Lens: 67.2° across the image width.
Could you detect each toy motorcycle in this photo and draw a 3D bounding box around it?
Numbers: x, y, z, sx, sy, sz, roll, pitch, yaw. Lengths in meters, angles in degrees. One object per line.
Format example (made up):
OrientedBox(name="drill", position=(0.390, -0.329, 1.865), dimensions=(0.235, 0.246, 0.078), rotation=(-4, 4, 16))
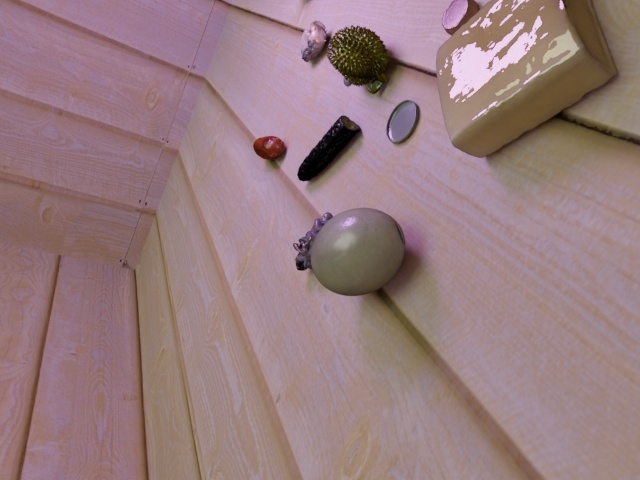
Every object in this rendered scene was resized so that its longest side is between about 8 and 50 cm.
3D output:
OrientedBox(name="toy motorcycle", position=(0.000, 0.000, 1.320), dimensions=(0.225, 0.073, 0.152), rotation=(-20, 58, 53))

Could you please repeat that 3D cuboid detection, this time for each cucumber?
OrientedBox(name="cucumber", position=(0.009, -0.256, 1.433), dimensions=(0.300, 0.072, 0.072), rotation=(-43, 42, 45))

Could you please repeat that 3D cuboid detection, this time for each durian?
OrientedBox(name="durian", position=(0.104, -0.505, 1.300), dimensions=(0.146, 0.159, 0.198), rotation=(-56, 36, 7))

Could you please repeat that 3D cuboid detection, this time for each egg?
OrientedBox(name="egg", position=(0.078, 0.027, 1.059), dimensions=(0.253, 0.186, 0.187), rotation=(-31, 51, 47))

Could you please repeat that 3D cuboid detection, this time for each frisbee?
OrientedBox(name="frisbee", position=(0.200, -0.290, 1.179), dimensions=(0.110, 0.014, 0.110), rotation=(-31, 51, 49))

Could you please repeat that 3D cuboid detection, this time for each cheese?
OrientedBox(name="cheese", position=(0.338, -0.315, 0.852), dimensions=(0.265, 0.123, 0.243), rotation=(-34, 45, 48))

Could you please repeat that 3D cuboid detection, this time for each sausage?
OrientedBox(name="sausage", position=(-0.196, -0.346, 1.800), dimensions=(0.179, 0.089, 0.089), rotation=(15, 89, 58))

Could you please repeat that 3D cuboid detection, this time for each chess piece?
OrientedBox(name="chess piece", position=(0.310, -0.498, 1.069), dimensions=(0.083, 0.038, 0.084), rotation=(-32, 50, 47))

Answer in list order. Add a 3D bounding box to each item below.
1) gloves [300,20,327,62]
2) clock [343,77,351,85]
OrientedBox(name="gloves", position=(-0.028, -0.691, 1.696), dimensions=(0.153, 0.070, 0.114), rotation=(162, 111, -63))
OrientedBox(name="clock", position=(0.092, -0.512, 1.469), dimensions=(0.074, 0.010, 0.083), rotation=(6, 82, 59))
